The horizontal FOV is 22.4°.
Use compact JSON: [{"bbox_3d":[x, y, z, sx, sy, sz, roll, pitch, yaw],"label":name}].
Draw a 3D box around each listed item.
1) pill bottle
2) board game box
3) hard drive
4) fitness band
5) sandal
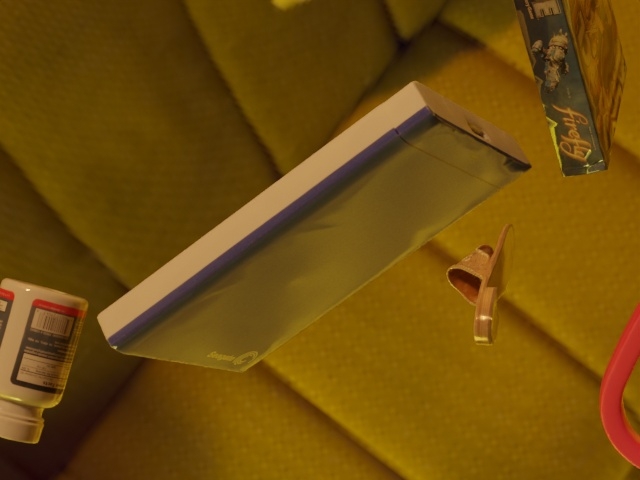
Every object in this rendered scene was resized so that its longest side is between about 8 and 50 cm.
[{"bbox_3d":[-0.350,0.143,1.918,0.108,0.108,0.180,24,82,-70],"label":"pill bottle"},{"bbox_3d":[0.212,-0.200,1.388,0.165,0.042,0.243,-68,145,-47],"label":"board game box"},{"bbox_3d":[0.000,0.000,1.312,0.319,0.040,0.210,-36,157,18],"label":"hard drive"},{"bbox_3d":[0.468,0.168,2.007,0.054,0.209,0.290,-67,177,-65],"label":"fitness band"},{"bbox_3d":[0.205,0.051,2.151,0.240,0.079,0.088,-69,157,-53],"label":"sandal"}]
